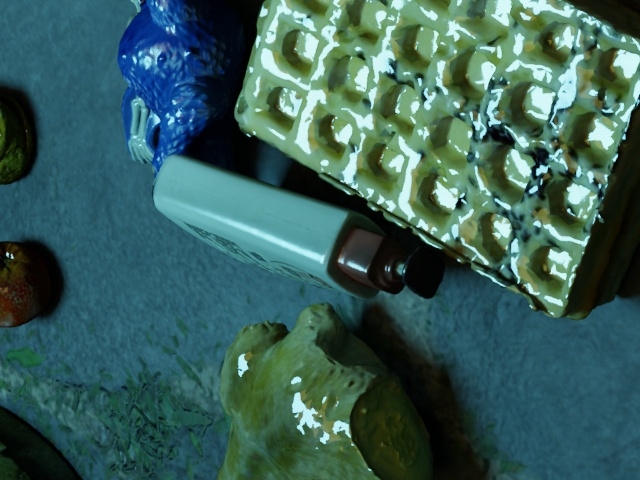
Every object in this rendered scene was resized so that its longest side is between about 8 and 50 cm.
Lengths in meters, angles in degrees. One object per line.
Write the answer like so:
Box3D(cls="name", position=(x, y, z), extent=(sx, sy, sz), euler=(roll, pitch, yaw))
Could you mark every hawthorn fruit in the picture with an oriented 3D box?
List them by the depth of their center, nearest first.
Box3D(cls="hawthorn fruit", position=(-0.317, 0.048, 1.943), extent=(0.093, 0.093, 0.093), euler=(9, 105, 38))

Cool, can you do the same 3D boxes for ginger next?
Box3D(cls="ginger", position=(-0.028, 0.181, 1.699), extent=(0.270, 0.123, 0.219), euler=(-32, 81, 39))

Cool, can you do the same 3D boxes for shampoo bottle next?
Box3D(cls="shampoo bottle", position=(0.000, 0.000, 1.607), extent=(0.284, 0.153, 0.071), euler=(15, 78, 43))

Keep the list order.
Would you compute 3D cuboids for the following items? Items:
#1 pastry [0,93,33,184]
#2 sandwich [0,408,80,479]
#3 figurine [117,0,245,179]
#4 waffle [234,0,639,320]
Box3D(cls="pastry", position=(-0.339, -0.104, 1.941), extent=(0.097, 0.057, 0.109), euler=(49, 123, 28))
Box3D(cls="sandwich", position=(-0.357, 0.275, 2.007), extent=(0.292, 0.109, 0.212), euler=(11, 113, 40))
Box3D(cls="figurine", position=(-0.118, -0.141, 1.719), extent=(0.164, 0.121, 0.262), euler=(-131, 26, -52))
Box3D(cls="waffle", position=(0.110, -0.125, 1.528), extent=(0.376, 0.114, 0.261), euler=(34, 119, 29))
